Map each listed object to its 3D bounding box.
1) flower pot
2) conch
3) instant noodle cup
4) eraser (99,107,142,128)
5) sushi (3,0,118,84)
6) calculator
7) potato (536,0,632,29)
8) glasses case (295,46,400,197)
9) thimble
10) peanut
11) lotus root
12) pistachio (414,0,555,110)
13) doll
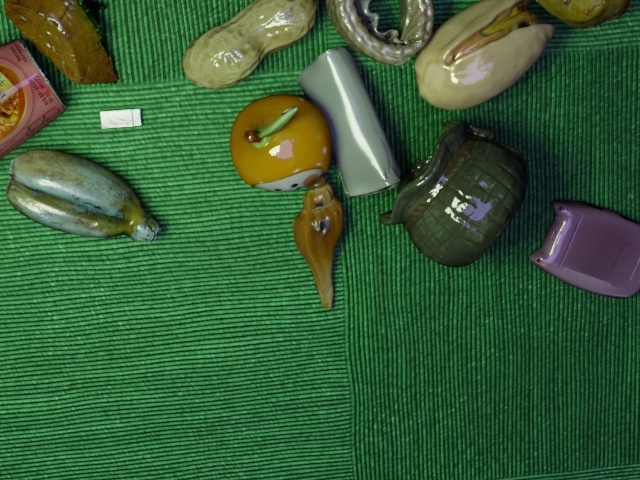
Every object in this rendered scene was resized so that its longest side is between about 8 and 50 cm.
[{"bbox_3d":[0.283,-0.099,1.891,0.213,0.302,0.302,36,98,-1],"label":"flower pot"},{"bbox_3d":[0.001,0.001,1.974,0.109,0.093,0.330,-8,106,-12],"label":"conch"},{"bbox_3d":[-0.643,-0.261,1.778,0.255,0.244,0.244,-33,106,-7],"label":"instant noodle cup"},{"bbox_3d":[-0.411,-0.252,1.899,0.083,0.019,0.038,-4,103,-6],"label":"eraser"},{"bbox_3d":[-0.489,-0.427,1.790,0.287,0.140,0.149,43,133,-15],"label":"sushi"},{"bbox_3d":[0.632,0.026,2.078,0.294,0.043,0.194,18,101,-12],"label":"calculator"},{"bbox_3d":[0.516,-0.522,1.843,0.300,0.140,0.173,23,99,-39],"label":"potato"},{"bbox_3d":[0.061,-0.238,1.911,0.128,0.083,0.308,-22,91,30],"label":"glasses case"},{"bbox_3d":[0.119,-0.472,1.841,0.196,0.148,0.229,-42,107,3],"label":"thimble"},{"bbox_3d":[-0.138,-0.400,1.832,0.298,0.136,0.120,-33,139,1],"label":"peanut"},{"bbox_3d":[-0.476,-0.086,1.875,0.322,0.140,0.158,20,119,-17],"label":"lotus root"},{"bbox_3d":[0.331,-0.381,1.883,0.299,0.187,0.188,-30,106,-5],"label":"pistachio"},{"bbox_3d":[-0.093,-0.200,1.832,0.213,0.236,0.214,-3,83,21],"label":"doll"}]
